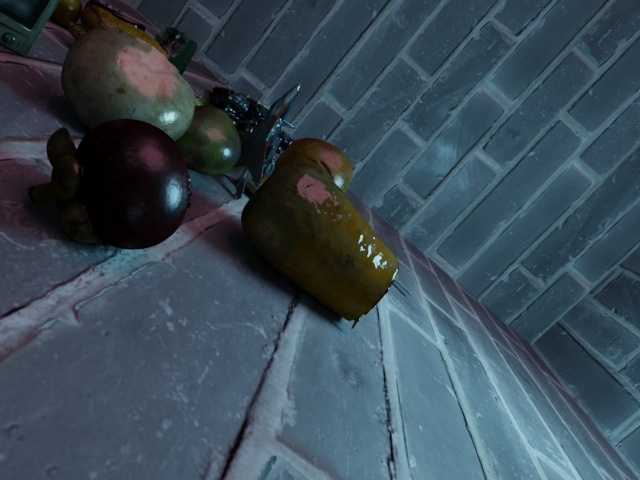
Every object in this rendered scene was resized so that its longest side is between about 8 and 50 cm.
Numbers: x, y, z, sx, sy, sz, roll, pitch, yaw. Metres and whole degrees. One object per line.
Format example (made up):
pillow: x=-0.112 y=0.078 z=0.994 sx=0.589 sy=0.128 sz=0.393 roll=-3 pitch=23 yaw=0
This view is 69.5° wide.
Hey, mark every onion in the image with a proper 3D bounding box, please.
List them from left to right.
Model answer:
onion: x=-0.683 y=-0.683 z=1.468 sx=0.195 sy=0.139 sz=0.218 roll=37 pitch=14 yaw=-3

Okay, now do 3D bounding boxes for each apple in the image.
apple: x=-0.769 y=-0.700 z=1.369 sx=0.102 sy=0.099 sz=0.114 roll=21 pitch=27 yaw=-49
apple: x=-0.036 y=-0.213 z=1.521 sx=0.264 sy=0.264 sz=0.264 roll=38 pitch=13 yaw=-11

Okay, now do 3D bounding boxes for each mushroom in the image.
mushroom: x=-0.395 y=-0.273 z=0.923 sx=0.254 sy=0.195 sz=0.188 roll=35 pitch=48 yaw=-26

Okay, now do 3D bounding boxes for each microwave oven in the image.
microwave oven: x=-0.627 y=-0.518 z=0.943 sx=0.129 sy=0.205 sz=0.163 roll=25 pitch=20 yaw=-52

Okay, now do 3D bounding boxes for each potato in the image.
potato: x=-0.284 y=-0.251 z=1.131 sx=0.174 sy=0.159 sz=0.251 roll=35 pitch=26 yaw=-27

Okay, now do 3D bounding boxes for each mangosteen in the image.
mangosteen: x=-0.275 y=-0.074 z=0.618 sx=0.200 sy=0.199 sz=0.200 roll=38 pitch=13 yaw=-11

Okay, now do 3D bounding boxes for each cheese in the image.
cheese: x=0.268 y=0.134 z=1.705 sx=0.192 sy=0.037 sz=0.097 roll=45 pitch=15 yaw=22

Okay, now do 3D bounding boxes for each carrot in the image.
carrot: x=0.000 y=0.000 z=0.989 sx=0.341 sy=0.224 sz=0.224 roll=41 pitch=13 yaw=-13

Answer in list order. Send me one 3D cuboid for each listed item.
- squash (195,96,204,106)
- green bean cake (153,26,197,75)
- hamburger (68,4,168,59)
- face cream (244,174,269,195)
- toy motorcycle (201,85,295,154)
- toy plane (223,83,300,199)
squash: x=-0.374 y=-0.361 z=1.431 sx=0.132 sy=0.105 sz=0.105 roll=54 pitch=12 yaw=-6
green bean cake: x=-0.539 y=-0.639 z=1.589 sx=0.107 sy=0.208 sz=0.193 roll=39 pitch=11 yaw=3
hamburger: x=-0.567 y=-0.535 z=1.319 sx=0.156 sy=0.144 sz=0.283 roll=55 pitch=22 yaw=24
face cream: x=-0.116 y=-0.106 z=1.342 sx=0.285 sy=0.067 sz=0.139 roll=43 pitch=16 yaw=6
toy motorcycle: x=-0.260 y=-0.426 z=1.673 sx=0.237 sy=0.168 sz=0.410 roll=11 pitch=-13 yaw=38
toy plane: x=-0.144 y=-0.266 z=1.209 sx=0.104 sy=0.326 sz=0.223 roll=33 pitch=15 yaw=-43
